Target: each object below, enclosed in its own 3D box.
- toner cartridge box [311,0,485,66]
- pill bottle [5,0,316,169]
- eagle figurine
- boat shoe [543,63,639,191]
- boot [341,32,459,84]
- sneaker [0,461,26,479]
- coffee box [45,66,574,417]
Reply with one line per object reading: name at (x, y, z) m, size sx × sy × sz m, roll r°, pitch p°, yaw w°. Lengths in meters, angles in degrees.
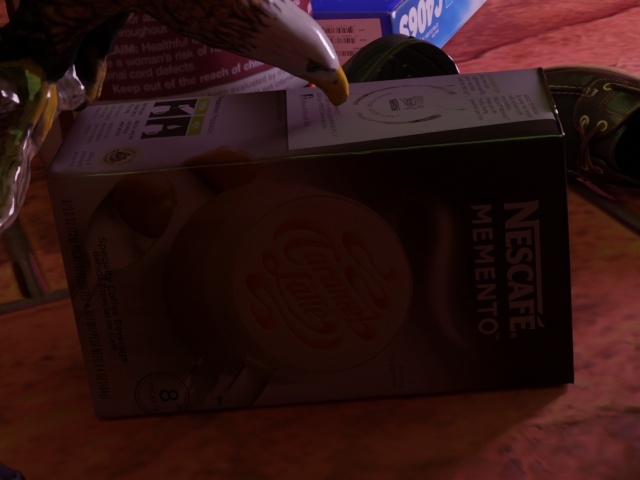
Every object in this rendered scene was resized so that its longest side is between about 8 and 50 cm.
toner cartridge box at (0.049, -0.229, 1.247) m, size 0.165 × 0.075 × 0.348 m, roll 5°, pitch 28°, yaw 22°
pill bottle at (-0.127, -0.250, 0.958) m, size 0.224 × 0.392 × 0.224 m, roll -5°, pitch 25°, yaw 2°
eagle figurine at (-0.040, -0.151, 0.603) m, size 0.225 × 0.298 × 0.226 m, roll 19°, pitch 37°, yaw -53°
boat shoe at (0.201, -0.070, 0.868) m, size 0.207 × 0.073 × 0.073 m, roll 6°, pitch 26°, yaw 27°
boot at (0.012, -0.068, 0.895) m, size 0.189 × 0.076 × 0.208 m, roll -43°, pitch 15°, yaw 1°
sneaker at (-0.129, 0.130, 0.525) m, size 0.068 × 0.071 × 0.170 m, roll -20°, pitch 29°, yaw -26°
coffee box at (0.000, 0.000, 0.690) m, size 0.246 × 0.141 × 0.098 m, roll -5°, pitch 25°, yaw 4°
